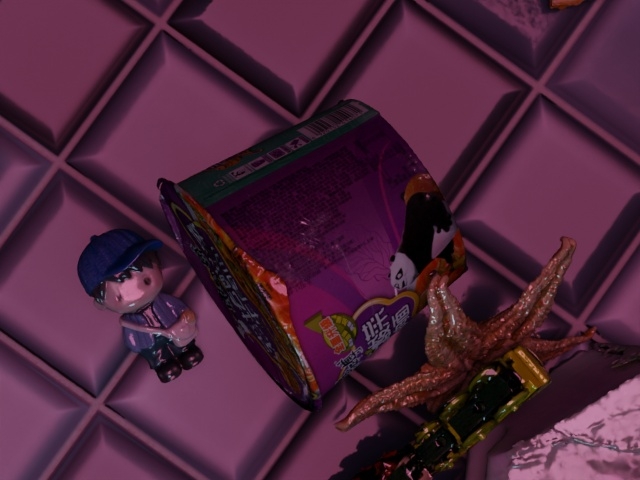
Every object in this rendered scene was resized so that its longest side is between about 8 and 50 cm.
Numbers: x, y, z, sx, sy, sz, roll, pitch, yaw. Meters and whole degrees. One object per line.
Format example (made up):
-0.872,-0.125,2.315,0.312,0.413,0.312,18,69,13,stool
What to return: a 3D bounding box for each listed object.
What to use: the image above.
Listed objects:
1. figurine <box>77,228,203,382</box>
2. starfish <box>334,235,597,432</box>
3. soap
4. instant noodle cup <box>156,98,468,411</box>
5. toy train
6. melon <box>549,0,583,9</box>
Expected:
-0.165,0.056,1.521,0.086,0.087,0.149,-32,105,-3,figurine
0.155,0.090,1.468,0.295,0.231,0.048,-11,51,-28,starfish
0.260,0.316,1.495,0.261,0.156,0.446,7,86,-3,soap
0.000,0.000,1.457,0.190,0.251,0.251,-34,90,-13,instant noodle cup
0.103,0.189,1.476,0.250,0.085,0.053,-45,75,31,toy train
0.308,-0.283,1.573,0.182,0.054,0.098,-7,94,-3,melon
